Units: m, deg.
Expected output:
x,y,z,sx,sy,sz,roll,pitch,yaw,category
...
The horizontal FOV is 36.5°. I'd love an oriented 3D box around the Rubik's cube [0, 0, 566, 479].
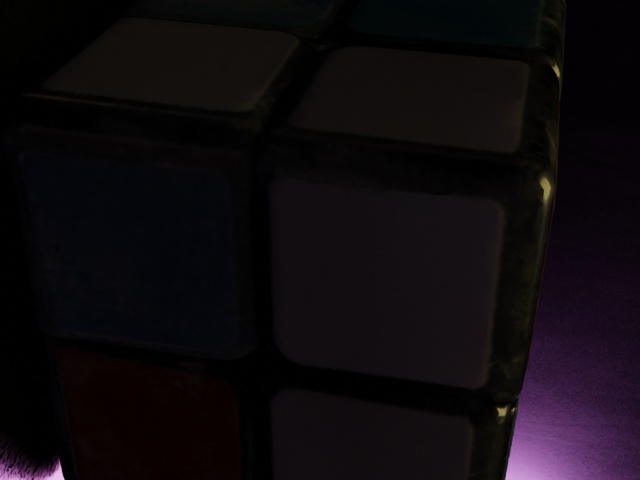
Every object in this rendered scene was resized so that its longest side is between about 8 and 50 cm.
x,y,z,sx,sy,sz,roll,pitch,yaw,category
-0.001,-0.003,0.702,0.318,0.316,0.313,-64,159,-54,Rubik's cube
